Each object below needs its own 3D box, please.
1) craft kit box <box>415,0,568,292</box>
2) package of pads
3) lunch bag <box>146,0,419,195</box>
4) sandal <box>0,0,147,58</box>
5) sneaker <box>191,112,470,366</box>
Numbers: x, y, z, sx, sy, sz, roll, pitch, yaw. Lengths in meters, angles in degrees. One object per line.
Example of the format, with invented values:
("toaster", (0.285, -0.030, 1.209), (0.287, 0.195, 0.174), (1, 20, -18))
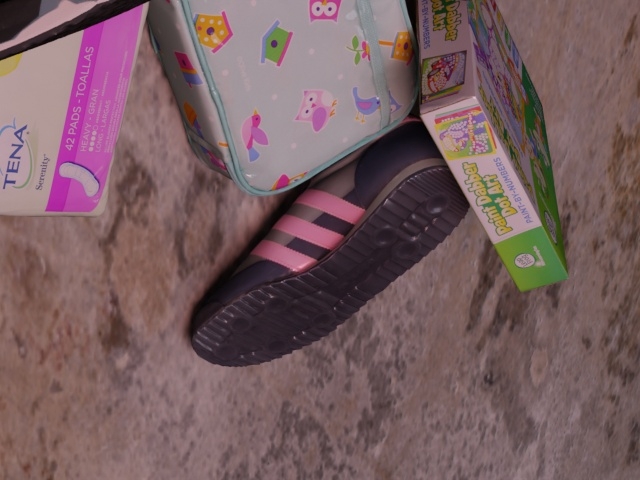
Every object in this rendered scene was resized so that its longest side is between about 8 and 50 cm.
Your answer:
("craft kit box", (0.157, -0.121, 1.134), (0.061, 0.247, 0.250), (-15, 135, 22))
("package of pads", (-0.252, -0.161, 0.905), (0.229, 0.101, 0.296), (1, 114, -36))
("lunch bag", (-0.028, -0.195, 1.039), (0.224, 0.108, 0.279), (-29, 128, -19))
("sandal", (-0.215, -0.166, 0.764), (0.445, 0.167, 0.107), (-26, 104, -23))
("sneaker", (0.000, 0.000, 1.179), (0.319, 0.131, 0.112), (-35, 133, 16))
